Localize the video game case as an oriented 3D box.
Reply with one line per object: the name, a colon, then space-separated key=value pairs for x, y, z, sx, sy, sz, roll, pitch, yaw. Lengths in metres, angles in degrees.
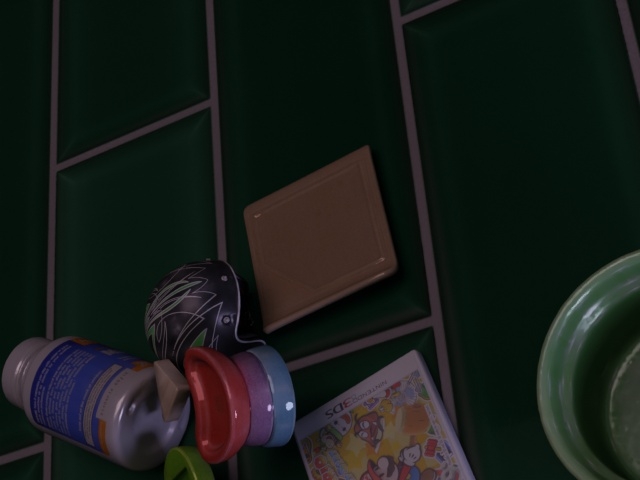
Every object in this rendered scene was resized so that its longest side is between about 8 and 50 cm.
video game case: x=0.080 y=0.283 z=1.781 sx=0.206 sy=0.026 sz=0.227 roll=-33 pitch=53 yaw=16

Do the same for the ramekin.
ramekin: x=0.408 y=0.168 z=1.542 sx=0.303 sy=0.148 sz=0.303 roll=-15 pitch=59 yaw=27

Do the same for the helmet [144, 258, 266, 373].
helmet: x=-0.166 y=0.109 z=1.943 sx=0.169 sy=0.161 sz=0.169 roll=-15 pitch=60 yaw=27

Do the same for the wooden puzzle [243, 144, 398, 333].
wooden puzzle: x=0.000 y=0.000 z=1.972 sx=0.221 sy=0.044 sz=0.239 roll=-26 pitch=51 yaw=21

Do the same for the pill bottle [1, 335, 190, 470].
pill bottle: x=-0.333 y=0.224 z=2.001 sx=0.272 sy=0.152 sz=0.152 roll=15 pitch=76 yaw=37

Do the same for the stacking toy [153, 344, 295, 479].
stacking toy: x=-0.102 y=0.279 z=1.818 sx=0.279 sy=0.130 sz=0.309 roll=6 pitch=102 yaw=63
